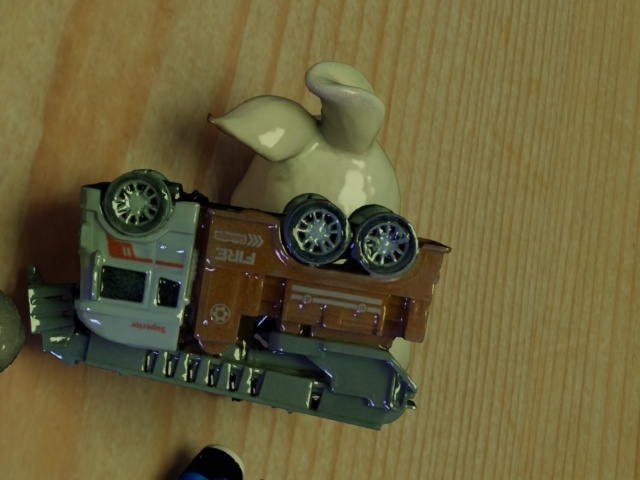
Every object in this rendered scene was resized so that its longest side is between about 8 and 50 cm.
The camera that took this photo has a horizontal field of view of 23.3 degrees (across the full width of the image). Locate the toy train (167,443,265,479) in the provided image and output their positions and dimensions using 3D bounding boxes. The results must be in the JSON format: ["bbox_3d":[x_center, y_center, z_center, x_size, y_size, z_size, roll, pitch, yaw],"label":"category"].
[{"bbox_3d":[-0.122,0.267,1.370,0.204,0.082,0.131,-51,121,-43],"label":"toy train"}]

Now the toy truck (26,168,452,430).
[{"bbox_3d":[-0.075,0.044,1.282,0.133,0.338,0.184,-139,-123,-85],"label":"toy truck"}]

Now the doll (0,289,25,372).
[{"bbox_3d":[-0.274,0.091,1.044,0.158,0.340,0.246,3,107,-20],"label":"doll"}]

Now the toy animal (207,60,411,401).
[{"bbox_3d":[-0.003,0.001,1.467,0.247,0.182,0.310,49,42,-82],"label":"toy animal"}]
